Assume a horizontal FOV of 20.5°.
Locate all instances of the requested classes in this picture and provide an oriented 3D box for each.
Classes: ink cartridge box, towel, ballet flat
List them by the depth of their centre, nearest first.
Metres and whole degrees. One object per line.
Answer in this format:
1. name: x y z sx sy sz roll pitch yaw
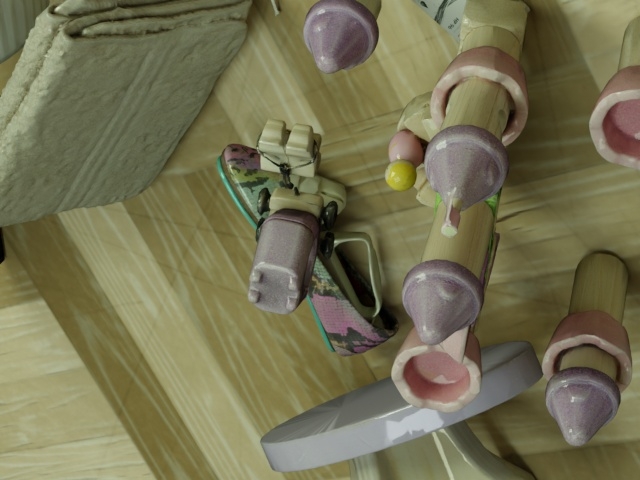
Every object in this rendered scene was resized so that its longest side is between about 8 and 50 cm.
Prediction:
1. ink cartridge box: 0.105 -0.176 1.287 0.083 0.028 0.048 41 135 0
2. towel: -0.179 -0.107 1.418 0.049 0.187 0.282 61 140 20
3. ballet flat: 0.000 0.000 1.468 0.079 0.077 0.221 -21 115 22

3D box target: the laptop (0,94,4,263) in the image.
1. laptop: -0.315 -0.013 1.543 0.136 0.234 0.264 16 129 24

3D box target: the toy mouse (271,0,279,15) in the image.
1. toy mouse: -0.038 -0.226 1.343 0.161 0.031 0.143 22 132 18

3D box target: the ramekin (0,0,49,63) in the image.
1. ramekin: -0.314 -0.217 1.419 0.207 0.207 0.109 17 139 22

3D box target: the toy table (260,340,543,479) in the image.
1. toy table: 0.085 0.197 1.448 0.274 0.252 0.161 -19 95 54

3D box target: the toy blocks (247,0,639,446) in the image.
1. toy blocks: 0.080 0.000 1.228 0.309 0.260 0.289 11 130 8
